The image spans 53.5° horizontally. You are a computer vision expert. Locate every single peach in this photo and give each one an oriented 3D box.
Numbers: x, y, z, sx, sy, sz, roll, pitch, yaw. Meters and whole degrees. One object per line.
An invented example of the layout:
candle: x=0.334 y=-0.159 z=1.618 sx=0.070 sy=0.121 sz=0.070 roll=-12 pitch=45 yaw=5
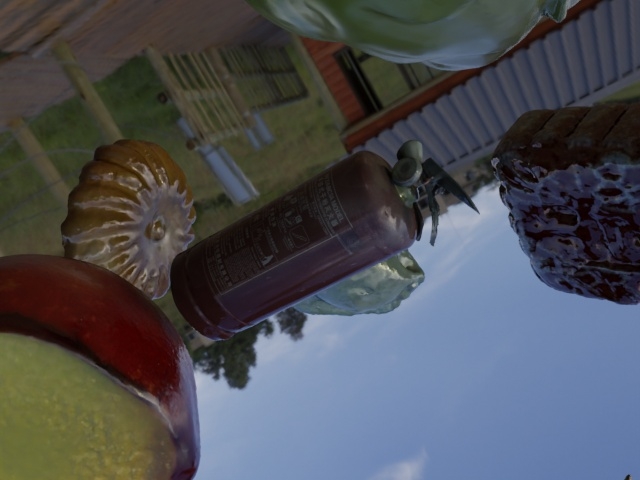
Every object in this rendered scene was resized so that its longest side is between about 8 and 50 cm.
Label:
peach: x=-0.231 y=0.139 z=0.573 sx=0.248 sy=0.275 sz=0.245 roll=-56 pitch=-174 yaw=41

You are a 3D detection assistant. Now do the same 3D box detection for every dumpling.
dumpling: x=0.014 y=0.034 z=0.763 sx=0.149 sy=0.217 sz=0.105 roll=-55 pitch=-159 yaw=4

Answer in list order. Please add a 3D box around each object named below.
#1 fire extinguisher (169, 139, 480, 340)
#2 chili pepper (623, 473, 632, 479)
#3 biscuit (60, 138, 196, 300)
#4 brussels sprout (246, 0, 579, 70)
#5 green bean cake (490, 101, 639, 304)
fire extinguisher: x=0.000 y=0.000 z=0.551 sx=0.269 sy=0.104 sz=0.105 roll=-27 pitch=-172 yaw=21
chili pepper: x=0.630 y=0.596 z=1.326 sx=0.043 sy=0.049 sz=0.208 roll=-13 pitch=-123 yaw=58
biscuit: x=-0.331 y=-0.026 z=1.170 sx=0.107 sy=0.325 sz=0.326 roll=6 pitch=-158 yaw=21
brussels sprout: x=0.044 y=-0.236 z=0.379 sx=0.316 sy=0.274 sz=0.242 roll=-114 pitch=-134 yaw=-78
green bean cake: x=0.300 y=-0.032 z=0.683 sx=0.199 sy=0.232 sz=0.097 roll=12 pitch=-131 yaw=46
